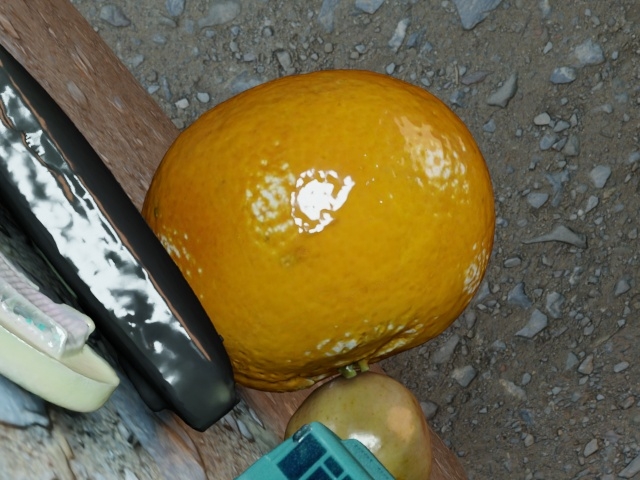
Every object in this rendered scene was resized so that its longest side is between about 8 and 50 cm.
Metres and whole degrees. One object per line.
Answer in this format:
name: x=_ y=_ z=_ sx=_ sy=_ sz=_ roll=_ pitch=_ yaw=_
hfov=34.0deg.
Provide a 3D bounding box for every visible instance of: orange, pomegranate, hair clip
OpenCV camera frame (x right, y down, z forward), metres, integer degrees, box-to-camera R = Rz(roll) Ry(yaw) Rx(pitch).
orange: x=0.000 y=0.000 z=1.219 sx=0.424 sy=0.424 sz=0.326 roll=46 pitch=27 yaw=-65
pomegranate: x=0.050 y=0.257 z=1.273 sx=0.191 sy=0.191 sz=0.191 roll=53 pitch=3 yaw=-4
hair clip: x=-0.225 y=0.034 z=0.717 sx=0.218 sy=0.071 sz=0.159 roll=47 pitch=7 yaw=4

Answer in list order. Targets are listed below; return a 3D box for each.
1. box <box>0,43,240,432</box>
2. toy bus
box: x=-0.193 y=0.002 z=0.916 sx=0.359 sy=0.091 sz=0.350 roll=53 pitch=-7 yaw=0
toy bus: x=0.033 y=0.283 z=0.914 sx=0.256 sy=0.147 sz=0.128 roll=43 pitch=-8 yaw=44
